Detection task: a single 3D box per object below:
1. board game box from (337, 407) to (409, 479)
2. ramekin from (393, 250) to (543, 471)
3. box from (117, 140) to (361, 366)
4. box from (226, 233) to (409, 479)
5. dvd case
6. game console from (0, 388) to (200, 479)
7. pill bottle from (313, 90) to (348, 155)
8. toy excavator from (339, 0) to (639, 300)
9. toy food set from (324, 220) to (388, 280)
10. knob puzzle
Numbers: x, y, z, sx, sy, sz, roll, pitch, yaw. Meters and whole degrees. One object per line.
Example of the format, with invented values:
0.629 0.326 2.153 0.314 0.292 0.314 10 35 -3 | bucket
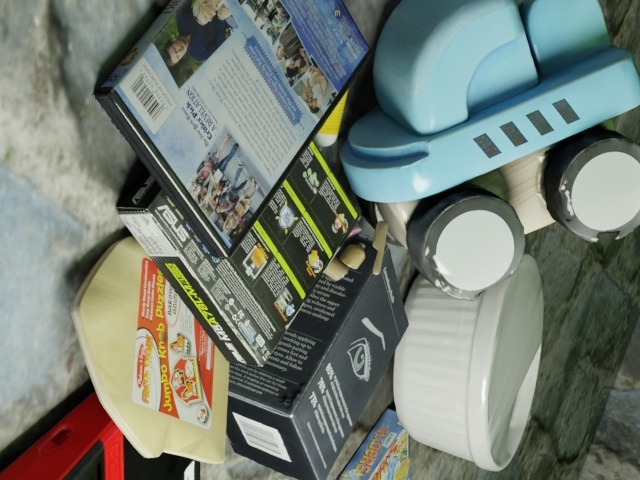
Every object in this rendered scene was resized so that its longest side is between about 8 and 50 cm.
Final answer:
0.052 0.325 1.829 0.201 0.035 0.136 -51 149 -40 | board game box
0.183 0.142 1.820 0.273 0.127 0.273 7 90 -69 | ramekin
-0.062 -0.023 1.237 0.191 0.045 0.184 56 50 -34 | box
-0.011 0.107 1.442 0.207 0.108 0.153 -59 153 -27 | box
-0.061 -0.135 1.184 0.253 0.022 0.180 -57 131 -30 | dvd case
-0.201 0.304 1.256 0.342 0.060 0.387 -49 149 -52 | game console
-0.011 -0.122 1.326 0.065 0.065 0.116 -13 118 -63 | pill bottle
0.193 -0.227 1.430 0.432 0.222 0.445 -24 113 -7 | toy excavator
0.000 0.000 1.395 0.019 0.122 0.078 94 6 -66 | toy food set
-0.140 0.080 1.186 0.213 0.030 0.213 27 58 -54 | knob puzzle
